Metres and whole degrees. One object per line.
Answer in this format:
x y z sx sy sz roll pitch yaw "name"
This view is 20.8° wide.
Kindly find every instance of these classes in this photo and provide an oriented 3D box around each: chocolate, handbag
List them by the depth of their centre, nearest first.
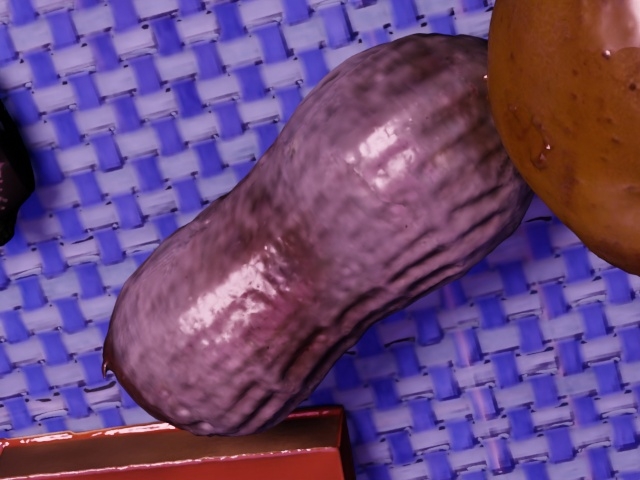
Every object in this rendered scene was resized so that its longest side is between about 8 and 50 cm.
0.000 0.000 0.781 0.110 0.110 0.248 42 110 -10 "chocolate"
-0.073 0.157 0.885 0.190 0.063 0.127 -5 113 7 "handbag"

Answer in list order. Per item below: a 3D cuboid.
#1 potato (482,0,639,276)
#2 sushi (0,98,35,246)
0.200 -0.146 0.655 0.195 0.176 0.369 32 105 29 "potato"
-0.181 -0.032 0.822 0.083 0.056 0.084 -23 107 9 "sushi"
